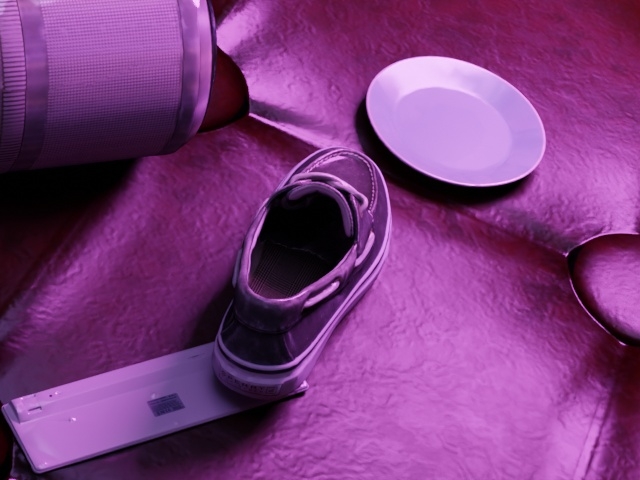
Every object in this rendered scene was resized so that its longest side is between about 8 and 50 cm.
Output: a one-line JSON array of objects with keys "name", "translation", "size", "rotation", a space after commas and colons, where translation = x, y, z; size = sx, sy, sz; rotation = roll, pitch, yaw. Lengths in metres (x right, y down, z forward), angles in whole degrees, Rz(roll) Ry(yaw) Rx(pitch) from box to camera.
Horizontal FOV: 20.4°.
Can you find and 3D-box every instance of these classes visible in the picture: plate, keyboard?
[{"name": "plate", "translation": [0.134, -0.115, 1.791], "size": [0.188, 0.024, 0.188], "rotation": [10, 45, -10]}, {"name": "keyboard", "translation": [-0.133, 0.130, 1.480], "size": [0.256, 0.014, 0.072], "rotation": [-15, 59, -29]}]

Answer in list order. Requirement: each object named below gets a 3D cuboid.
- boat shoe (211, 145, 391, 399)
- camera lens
[{"name": "boat shoe", "translation": [0.000, 0.000, 1.560], "size": [0.121, 0.119, 0.335], "rotation": [19, 38, 2]}, {"name": "camera lens", "translation": [-0.244, -0.174, 1.583], "size": [0.274, 0.219, 0.219], "rotation": [-8, 51, -25]}]
